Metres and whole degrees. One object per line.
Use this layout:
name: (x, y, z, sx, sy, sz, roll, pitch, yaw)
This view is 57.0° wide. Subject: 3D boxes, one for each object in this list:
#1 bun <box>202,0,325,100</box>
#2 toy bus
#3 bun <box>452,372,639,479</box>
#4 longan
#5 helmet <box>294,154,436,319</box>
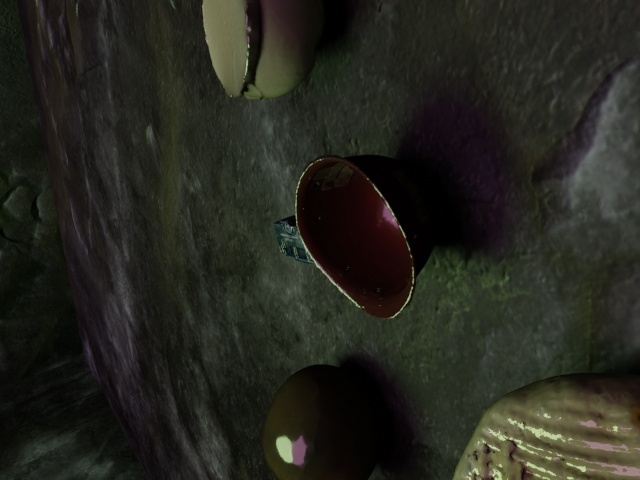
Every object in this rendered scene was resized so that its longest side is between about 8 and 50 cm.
bun: (-0.056, -0.247, 0.662, 0.173, 0.120, 0.172, 38, 135, 52)
toy bus: (0.000, 0.000, 0.776, 0.166, 0.047, 0.065, 10, 118, 54)
bun: (0.221, 0.230, 0.449, 0.273, 0.168, 0.272, -15, 71, 53)
longan: (0.002, 0.267, 0.815, 0.189, 0.189, 0.189, 32, 132, 45)
helmet: (0.066, -0.016, 0.610, 0.175, 0.106, 0.155, 59, 146, 11)
